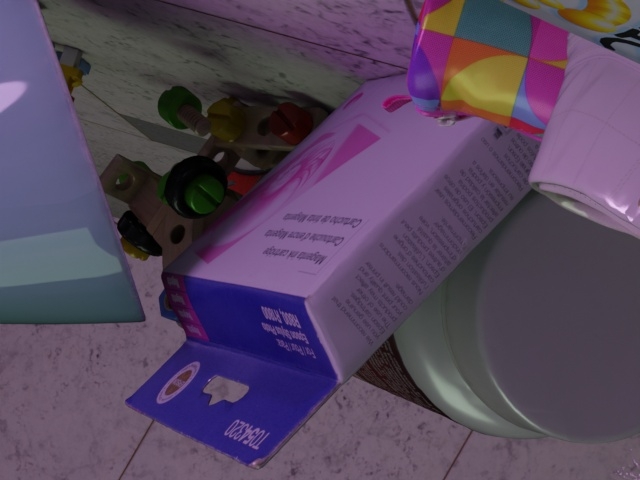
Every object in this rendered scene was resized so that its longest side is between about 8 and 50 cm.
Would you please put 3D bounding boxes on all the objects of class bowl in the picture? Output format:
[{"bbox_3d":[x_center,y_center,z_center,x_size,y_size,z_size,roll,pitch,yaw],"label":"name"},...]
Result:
[{"bbox_3d":[-0.261,-0.058,1.213,0.163,0.311,0.311,-20,179,-8],"label":"bowl"}]

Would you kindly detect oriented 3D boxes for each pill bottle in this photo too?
[{"bbox_3d":[0.132,0.035,1.242,0.224,0.224,0.392,20,177,-18],"label":"pill bottle"}]

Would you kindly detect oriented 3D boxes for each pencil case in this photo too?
[{"bbox_3d":[0.160,-0.086,0.851,0.236,0.104,0.104,17,174,9],"label":"pencil case"}]

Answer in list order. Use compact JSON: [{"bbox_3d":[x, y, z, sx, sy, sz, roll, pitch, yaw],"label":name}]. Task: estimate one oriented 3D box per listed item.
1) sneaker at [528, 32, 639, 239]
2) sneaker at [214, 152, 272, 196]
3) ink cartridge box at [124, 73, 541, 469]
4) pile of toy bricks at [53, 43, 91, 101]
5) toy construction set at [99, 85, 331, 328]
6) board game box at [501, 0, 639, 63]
[{"bbox_3d":[0.218,-0.052,0.652,0.108,0.169,0.292,26,170,-39],"label":"sneaker"},{"bbox_3d":[-0.036,-0.039,1.771,0.107,0.118,0.279,16,178,-34],"label":"sneaker"},{"bbox_3d":[0.000,0.000,1.097,0.071,0.330,0.324,51,164,-15],"label":"ink cartridge box"},{"bbox_3d":[-0.348,-0.166,1.629,0.212,0.105,0.118,17,174,10],"label":"pile of toy bricks"},{"bbox_3d":[-0.073,-0.057,1.556,0.309,0.257,0.237,-5,-152,-35],"label":"toy construction set"},{"bbox_3d":[0.082,-0.138,0.382,0.275,0.144,0.142,20,174,-21],"label":"board game box"}]
